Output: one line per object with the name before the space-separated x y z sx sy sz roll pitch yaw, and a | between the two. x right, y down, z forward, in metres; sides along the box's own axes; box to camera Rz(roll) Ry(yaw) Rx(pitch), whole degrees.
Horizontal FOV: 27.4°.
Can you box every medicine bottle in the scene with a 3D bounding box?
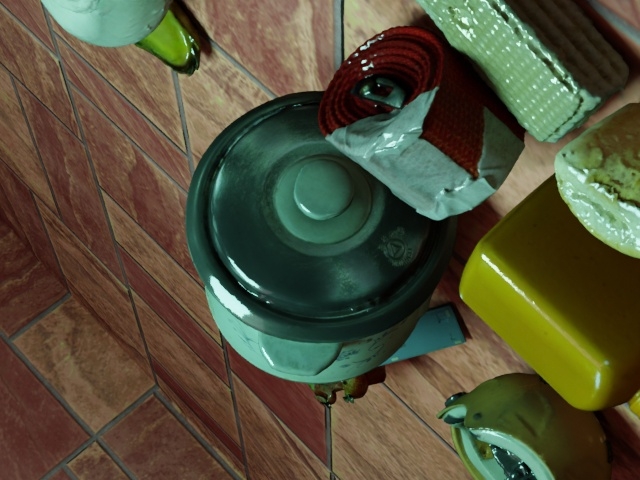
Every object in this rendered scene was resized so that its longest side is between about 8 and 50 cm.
medicine bottle | 0.240 0.056 1.071 0.222 0.149 0.112 45 160 15

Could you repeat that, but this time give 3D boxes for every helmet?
helmet | 0.234 0.222 1.411 0.198 0.130 0.224 53 171 7

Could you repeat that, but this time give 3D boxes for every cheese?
cheese | -0.241 -0.314 1.456 0.198 0.154 0.189 44 140 27

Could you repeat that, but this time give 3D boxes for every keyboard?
keyboard | 0.080 0.119 1.546 0.014 0.176 0.055 -69 -41 -62

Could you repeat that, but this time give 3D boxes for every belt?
belt | 0.091 -0.098 1.122 0.124 0.128 0.201 36 -177 -25

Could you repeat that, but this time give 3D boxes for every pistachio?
pistachio | -0.199 -0.271 1.599 0.173 0.049 0.089 51 136 5

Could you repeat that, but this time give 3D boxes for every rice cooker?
rice cooker | 0.000 0.000 1.344 0.264 0.317 0.317 11 153 3

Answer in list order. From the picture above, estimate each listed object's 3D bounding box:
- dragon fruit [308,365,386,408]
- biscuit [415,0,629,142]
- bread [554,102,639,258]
dragon fruit | -0.009 0.092 1.705 0.268 0.130 0.295 59 159 -21
biscuit | 0.130 -0.184 1.017 0.239 0.062 0.108 50 160 4
bread | 0.241 -0.040 0.967 0.125 0.106 0.082 38 156 38
